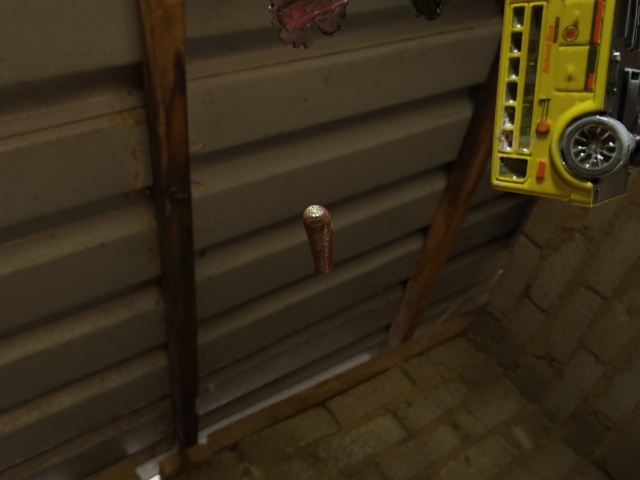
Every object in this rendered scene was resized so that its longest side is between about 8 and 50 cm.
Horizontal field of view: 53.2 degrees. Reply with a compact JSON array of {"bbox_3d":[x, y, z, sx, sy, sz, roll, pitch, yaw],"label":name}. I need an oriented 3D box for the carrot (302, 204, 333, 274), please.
[{"bbox_3d":[0.000,0.000,0.705,0.032,0.032,0.093,-28,-44,-20],"label":"carrot"}]

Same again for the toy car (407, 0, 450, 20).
[{"bbox_3d":[0.290,-0.640,1.359,0.213,0.176,0.358,-41,-1,-16],"label":"toy car"}]

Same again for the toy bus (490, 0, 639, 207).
[{"bbox_3d":[0.263,-0.208,0.641,0.144,0.152,0.329,-13,-70,-48],"label":"toy bus"}]

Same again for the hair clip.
[{"bbox_3d":[0.032,-0.527,1.379,0.301,0.069,0.173,-16,-49,20],"label":"hair clip"}]
